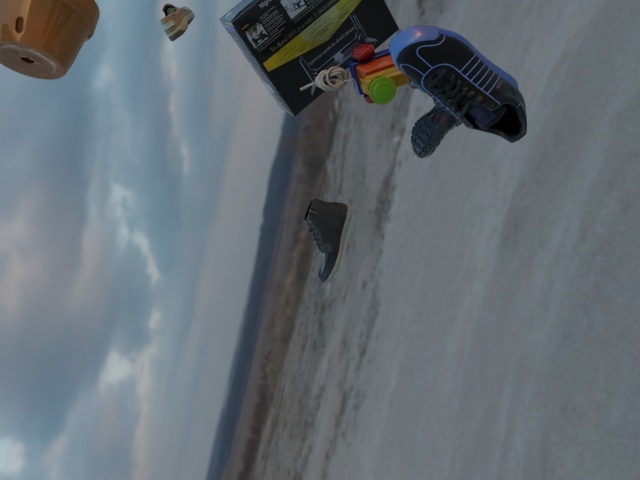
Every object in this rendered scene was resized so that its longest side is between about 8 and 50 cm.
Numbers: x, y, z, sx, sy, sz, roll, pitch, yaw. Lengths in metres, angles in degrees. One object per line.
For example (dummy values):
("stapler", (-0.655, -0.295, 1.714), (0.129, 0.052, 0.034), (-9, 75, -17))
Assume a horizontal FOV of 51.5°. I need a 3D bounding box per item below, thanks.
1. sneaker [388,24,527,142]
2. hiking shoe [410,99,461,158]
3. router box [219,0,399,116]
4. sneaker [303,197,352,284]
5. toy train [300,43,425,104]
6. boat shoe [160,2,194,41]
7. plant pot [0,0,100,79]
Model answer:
("sneaker", (0.194, -0.206, 0.890), (0.081, 0.232, 0.090), (-43, 41, 42))
("hiking shoe", (0.298, -0.280, 1.554), (0.086, 0.114, 0.227), (63, 145, 30))
("router box", (-0.017, -0.454, 1.394), (0.309, 0.243, 0.081), (-40, 34, -6))
("sneaker", (0.000, 0.000, 1.766), (0.083, 0.118, 0.222), (-158, 82, -78))
("toy train", (0.090, -0.276, 1.161), (0.143, 0.248, 0.105), (-103, -5, -60))
("boat shoe", (-0.369, -0.574, 1.690), (0.068, 0.072, 0.190), (-32, 29, 14))
("plant pot", (-0.767, -0.571, 1.793), (0.291, 0.291, 0.203), (118, 161, -75))
